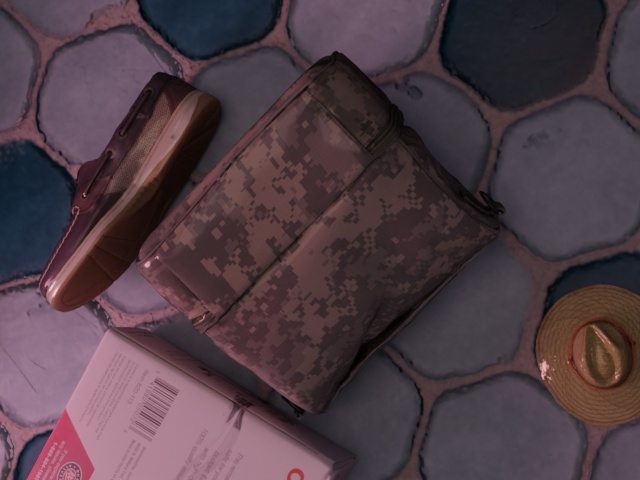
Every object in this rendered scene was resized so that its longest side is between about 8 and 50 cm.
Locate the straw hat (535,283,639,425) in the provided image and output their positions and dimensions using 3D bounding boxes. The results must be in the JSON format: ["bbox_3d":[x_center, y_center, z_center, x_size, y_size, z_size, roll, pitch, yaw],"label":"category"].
[{"bbox_3d":[0.282,0.115,1.458,0.144,0.061,0.144,-1,86,14],"label":"straw hat"}]

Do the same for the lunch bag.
[{"bbox_3d":[0.000,0.000,1.461,0.256,0.212,0.305,44,100,-4],"label":"lunch bag"}]

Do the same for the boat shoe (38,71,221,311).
[{"bbox_3d":[-0.219,-0.055,1.577,0.092,0.103,0.285,35,91,19],"label":"boat shoe"}]

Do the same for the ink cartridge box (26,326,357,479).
[{"bbox_3d":[-0.136,0.247,1.521,0.283,0.117,0.207,30,93,14],"label":"ink cartridge box"}]
